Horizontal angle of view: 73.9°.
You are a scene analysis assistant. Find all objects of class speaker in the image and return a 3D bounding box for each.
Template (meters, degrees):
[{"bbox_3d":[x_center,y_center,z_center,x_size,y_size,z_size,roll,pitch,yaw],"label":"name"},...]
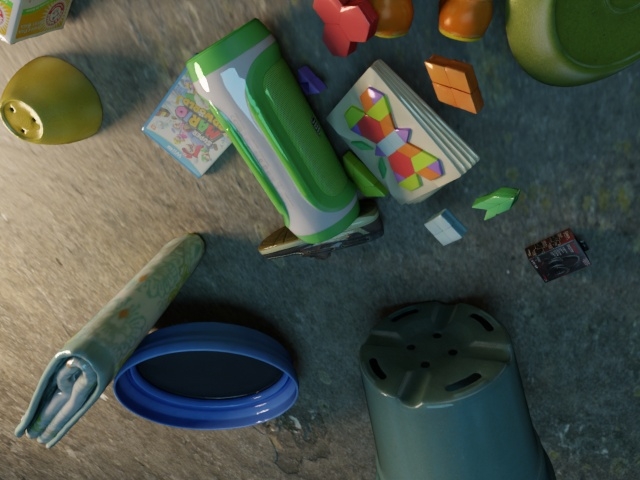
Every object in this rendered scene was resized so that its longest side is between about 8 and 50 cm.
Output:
[{"bbox_3d":[-0.055,-0.140,0.599,0.131,0.131,0.297,-19,121,23],"label":"speaker"}]

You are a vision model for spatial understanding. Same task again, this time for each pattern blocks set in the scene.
[{"bbox_3d":[0.095,-0.131,0.549,0.324,0.026,0.285,41,156,7],"label":"pattern blocks set"}]

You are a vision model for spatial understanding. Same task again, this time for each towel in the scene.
[{"bbox_3d":[-0.384,0.176,0.781,0.090,0.321,0.374,39,124,-14],"label":"towel"}]

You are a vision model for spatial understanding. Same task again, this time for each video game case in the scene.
[{"bbox_3d":[-0.191,-0.188,0.667,0.119,0.015,0.166,41,123,-18],"label":"video game case"}]

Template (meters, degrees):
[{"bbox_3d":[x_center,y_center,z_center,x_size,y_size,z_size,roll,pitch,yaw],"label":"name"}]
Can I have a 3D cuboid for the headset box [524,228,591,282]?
[{"bbox_3d":[0.390,0.024,0.693,0.083,0.032,0.062,-30,115,30],"label":"headset box"}]

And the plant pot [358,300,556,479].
[{"bbox_3d":[0.229,0.316,0.776,0.340,0.341,0.334,-10,115,18],"label":"plant pot"}]

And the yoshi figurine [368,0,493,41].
[{"bbox_3d":[0.124,-0.397,0.388,0.203,0.203,0.362,43,152,29],"label":"yoshi figurine"}]

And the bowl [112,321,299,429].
[{"bbox_3d":[-0.243,0.311,0.947,0.390,0.077,0.391,-3,136,-2],"label":"bowl"}]

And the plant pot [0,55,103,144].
[{"bbox_3d":[-0.426,-0.201,0.655,0.134,0.095,0.134,5,126,7],"label":"plant pot"}]

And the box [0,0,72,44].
[{"bbox_3d":[-0.363,-0.363,0.512,0.103,0.114,0.203,35,123,-16],"label":"box"}]

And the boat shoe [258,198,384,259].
[{"bbox_3d":[0.001,-0.001,0.725,0.223,0.080,0.074,-19,115,18],"label":"boat shoe"}]

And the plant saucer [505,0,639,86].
[{"bbox_3d":[0.312,-0.273,0.437,0.240,0.037,0.241,-8,130,-10],"label":"plant saucer"}]
